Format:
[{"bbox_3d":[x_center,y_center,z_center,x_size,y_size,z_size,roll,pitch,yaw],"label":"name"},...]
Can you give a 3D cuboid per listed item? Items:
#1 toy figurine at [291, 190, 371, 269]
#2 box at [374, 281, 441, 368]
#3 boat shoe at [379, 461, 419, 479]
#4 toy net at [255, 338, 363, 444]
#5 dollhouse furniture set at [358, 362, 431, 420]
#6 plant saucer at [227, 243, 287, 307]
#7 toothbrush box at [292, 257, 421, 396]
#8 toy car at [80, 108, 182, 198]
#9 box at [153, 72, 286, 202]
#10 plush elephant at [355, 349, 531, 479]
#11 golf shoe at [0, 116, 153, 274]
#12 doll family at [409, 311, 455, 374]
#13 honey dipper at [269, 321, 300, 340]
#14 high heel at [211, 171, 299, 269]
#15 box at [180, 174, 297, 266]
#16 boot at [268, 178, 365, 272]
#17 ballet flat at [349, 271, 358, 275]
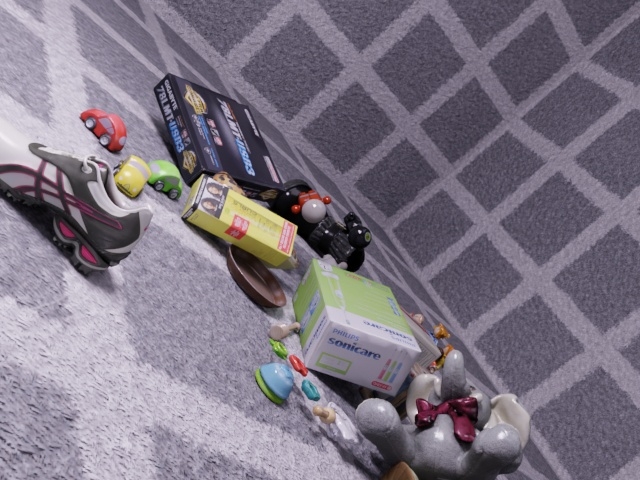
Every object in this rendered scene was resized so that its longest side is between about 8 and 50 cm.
[{"bbox_3d":[0.000,0.000,1.714,0.213,0.209,0.148,31,12,-17],"label":"toy figurine"},{"bbox_3d":[0.168,0.242,1.731,0.232,0.148,0.127,43,11,-29],"label":"box"},{"bbox_3d":[0.162,0.454,1.049,0.089,0.104,0.285,43,11,-16],"label":"boat shoe"},{"bbox_3d":[-0.018,0.271,1.157,0.232,0.045,0.122,47,8,-19],"label":"toy net"},{"bbox_3d":[0.151,0.290,1.535,0.129,0.129,0.184,38,16,-45],"label":"dollhouse furniture set"},{"bbox_3d":[-0.136,0.079,1.402,0.168,0.029,0.168,46,11,-12],"label":"plant saucer"},{"bbox_3d":[0.066,0.176,1.451,0.206,0.122,0.283,21,17,-17],"label":"toothbrush box"},{"bbox_3d":[-0.339,-0.150,1.324,0.239,0.053,0.225,55,12,32],"label":"toy car"},{"bbox_3d":[-0.247,-0.247,1.694,0.293,0.073,0.295,10,50,-51],"label":"box"},{"bbox_3d":[0.245,0.334,1.266,0.255,0.272,0.330,-68,152,-42],"label":"plush elephant"},{"bbox_3d":[-0.343,-0.086,0.899,0.273,0.120,0.105,45,12,-11],"label":"golf shoe"},{"bbox_3d":[0.304,0.318,1.968,0.118,0.163,0.263,43,12,-28],"label":"doll family"},{"bbox_3d":[-0.066,0.174,1.348,0.030,0.030,0.160,50,8,8],"label":"honey dipper"},{"bbox_3d":[-0.143,-0.046,1.541,0.261,0.093,0.186,31,37,-36],"label":"high heel"},{"bbox_3d":[-0.163,-0.038,1.397,0.232,0.058,0.087,30,51,-23],"label":"box"},{"bbox_3d":[-0.001,-0.033,2.083,0.260,0.131,0.348,54,11,27],"label":"boot"},{"bbox_3d":[0.103,0.157,2.007,0.067,0.073,0.206,21,22,-38],"label":"ballet flat"}]
